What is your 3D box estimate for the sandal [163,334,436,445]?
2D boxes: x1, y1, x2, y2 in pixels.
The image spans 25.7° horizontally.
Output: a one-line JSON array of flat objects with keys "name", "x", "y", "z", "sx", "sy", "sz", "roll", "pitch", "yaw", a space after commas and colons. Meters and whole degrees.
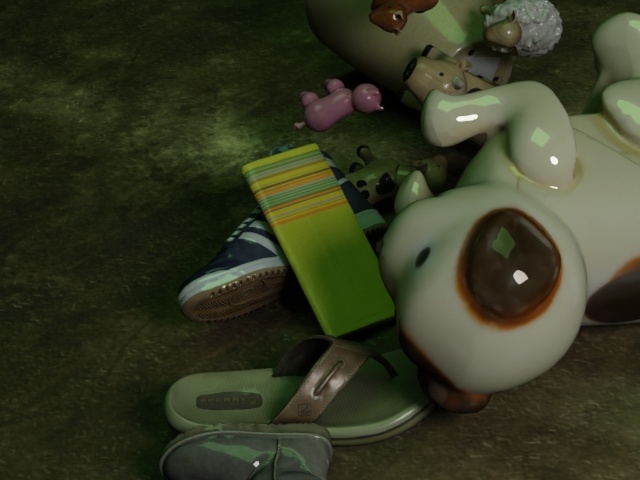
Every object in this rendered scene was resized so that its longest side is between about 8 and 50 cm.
[{"name": "sandal", "x": -0.012, "y": 0.148, "z": 1.441, "sx": 0.302, "sy": 0.086, "sz": 0.120, "roll": -6, "pitch": 32, "yaw": -4}]

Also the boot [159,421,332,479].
[{"name": "boot", "x": -0.066, "y": 0.261, "z": 1.313, "sx": 0.189, "sy": 0.076, "sz": 0.209, "roll": -10, "pitch": 38, "yaw": 7}]

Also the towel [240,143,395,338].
[{"name": "towel", "x": 0.000, "y": 0.000, "z": 1.607, "sx": 0.102, "sy": 0.021, "sz": 0.237, "roll": -18, "pitch": 69, "yaw": -24}]

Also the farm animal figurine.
[{"name": "farm animal figurine", "x": 0.147, "y": -0.166, "z": 1.786, "sx": 0.326, "sy": 0.330, "sz": 0.172, "roll": 6, "pitch": 19, "yaw": -29}]

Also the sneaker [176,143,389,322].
[{"name": "sneaker", "x": -0.070, "y": -0.014, "z": 1.659, "sx": 0.282, "sy": 0.099, "sz": 0.153, "roll": -22, "pitch": 68, "yaw": -28}]

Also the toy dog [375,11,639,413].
[{"name": "toy dog", "x": 0.233, "y": 0.014, "z": 1.436, "sx": 0.407, "sy": 0.284, "sz": 0.395, "roll": -26, "pitch": 71, "yaw": -36}]

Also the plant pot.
[{"name": "plant pot", "x": 0.151, "y": -0.306, "z": 2.009, "sx": 0.256, "sy": 0.257, "sz": 0.274, "roll": -21, "pitch": 46, "yaw": -16}]
